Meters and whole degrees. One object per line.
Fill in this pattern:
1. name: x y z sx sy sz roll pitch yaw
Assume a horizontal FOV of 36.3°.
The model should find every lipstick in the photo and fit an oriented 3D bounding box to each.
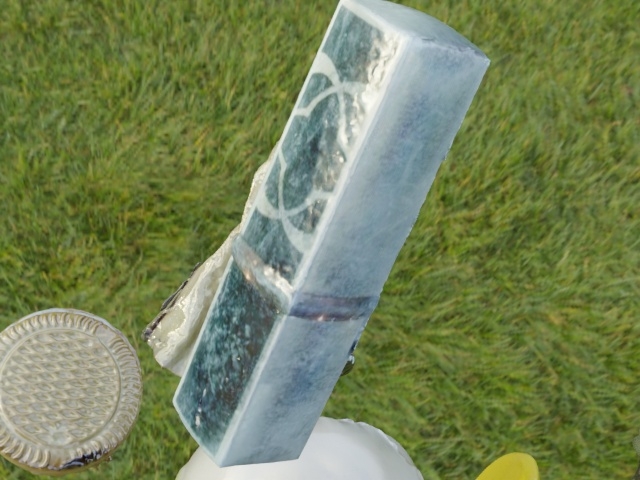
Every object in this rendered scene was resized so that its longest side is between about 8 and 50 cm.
1. lipstick: 0.000 0.000 0.580 0.076 0.289 0.077 7 27 -41

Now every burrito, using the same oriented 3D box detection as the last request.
1. burrito: -0.070 0.029 1.189 0.135 0.190 0.332 39 103 17

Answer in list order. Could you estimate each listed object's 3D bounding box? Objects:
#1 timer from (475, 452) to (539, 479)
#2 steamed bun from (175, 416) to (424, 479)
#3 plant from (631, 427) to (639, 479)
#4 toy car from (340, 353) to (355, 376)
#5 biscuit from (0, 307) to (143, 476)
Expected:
1. timer: 0.069 0.346 0.675 0.376 0.376 0.387 35 93 6
2. steamed bun: -0.023 0.354 1.054 0.309 0.309 0.309 4 67 -8
3. plant: 0.344 0.219 0.847 0.132 0.129 0.194 19 27 3
4. toy car: -0.012 0.209 1.517 0.142 0.069 0.055 -19 73 15
5. biscuit: -0.378 0.216 1.422 0.259 0.079 0.259 9 63 -17
